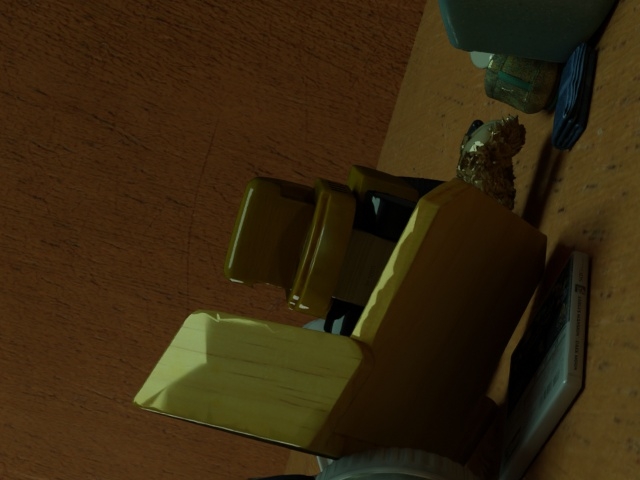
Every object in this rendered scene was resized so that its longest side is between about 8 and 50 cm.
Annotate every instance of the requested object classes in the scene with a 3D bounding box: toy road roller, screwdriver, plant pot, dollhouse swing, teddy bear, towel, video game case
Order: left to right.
[{"bbox_3d":[0.000,0.000,2.066,0.329,0.241,0.202,-112,39,-80],"label":"toy road roller"},{"bbox_3d":[0.035,0.088,1.689,0.347,0.315,0.305,26,-104,-58],"label":"dollhouse swing"},{"bbox_3d":[0.233,-0.133,2.472,0.170,0.024,0.025,103,151,-51],"label":"screwdriver"},{"bbox_3d":[0.190,0.003,1.907,0.245,0.113,0.338,78,-150,-84],"label":"teddy bear"},{"bbox_3d":[0.246,-0.357,1.865,0.247,0.248,0.252,-84,2,-66],"label":"plant pot"},{"bbox_3d":[0.229,0.133,1.582,0.190,0.022,0.173,111,173,-48],"label":"video game case"},{"bbox_3d":[0.294,-0.168,1.813,0.067,0.029,0.119,113,172,-59],"label":"towel"}]

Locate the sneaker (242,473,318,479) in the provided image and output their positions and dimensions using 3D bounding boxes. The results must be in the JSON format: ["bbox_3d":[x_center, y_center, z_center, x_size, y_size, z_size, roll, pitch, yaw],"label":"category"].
[{"bbox_3d":[0.004,0.325,1.851,0.131,0.319,0.112,4,79,41],"label":"sneaker"}]

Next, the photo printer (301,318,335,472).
[{"bbox_3d":[0.039,0.253,2.264,0.307,0.107,0.256,-97,-8,-79],"label":"photo printer"}]

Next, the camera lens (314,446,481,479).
[{"bbox_3d":[0.065,0.362,1.466,0.274,0.219,0.219,-79,8,-49],"label":"camera lens"}]

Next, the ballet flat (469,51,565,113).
[{"bbox_3d":[0.252,-0.256,2.090,0.348,0.123,0.123,-87,15,-71],"label":"ballet flat"}]

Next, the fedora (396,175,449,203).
[{"bbox_3d":[0.128,0.021,2.321,0.334,0.152,0.334,-163,90,-85],"label":"fedora"}]
